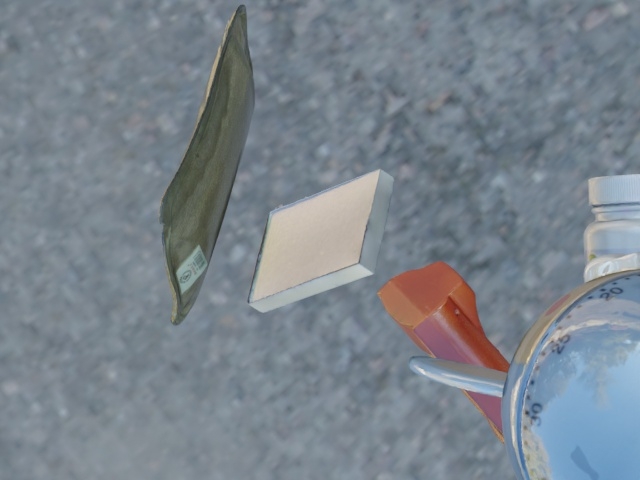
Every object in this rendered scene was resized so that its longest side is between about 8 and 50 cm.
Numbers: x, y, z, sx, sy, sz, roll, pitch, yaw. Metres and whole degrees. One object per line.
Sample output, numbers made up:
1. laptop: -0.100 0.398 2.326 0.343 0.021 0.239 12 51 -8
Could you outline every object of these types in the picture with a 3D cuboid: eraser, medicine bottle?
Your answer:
1. eraser: 0.000 0.000 1.774 0.023 0.104 0.150 34 143 -32
2. medicine bottle: 0.293 0.033 1.801 0.102 0.102 0.187 -3 90 31

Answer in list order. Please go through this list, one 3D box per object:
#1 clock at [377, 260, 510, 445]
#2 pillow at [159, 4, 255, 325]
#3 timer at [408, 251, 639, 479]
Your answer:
1. clock: 0.122 0.093 1.535 0.061 0.113 0.155 -40 109 -2
2. pillow: -0.075 -0.052 1.357 0.033 0.217 0.130 9 147 8
3. timer: 0.163 0.071 1.109 0.255 0.175 0.175 -122 27 -56
